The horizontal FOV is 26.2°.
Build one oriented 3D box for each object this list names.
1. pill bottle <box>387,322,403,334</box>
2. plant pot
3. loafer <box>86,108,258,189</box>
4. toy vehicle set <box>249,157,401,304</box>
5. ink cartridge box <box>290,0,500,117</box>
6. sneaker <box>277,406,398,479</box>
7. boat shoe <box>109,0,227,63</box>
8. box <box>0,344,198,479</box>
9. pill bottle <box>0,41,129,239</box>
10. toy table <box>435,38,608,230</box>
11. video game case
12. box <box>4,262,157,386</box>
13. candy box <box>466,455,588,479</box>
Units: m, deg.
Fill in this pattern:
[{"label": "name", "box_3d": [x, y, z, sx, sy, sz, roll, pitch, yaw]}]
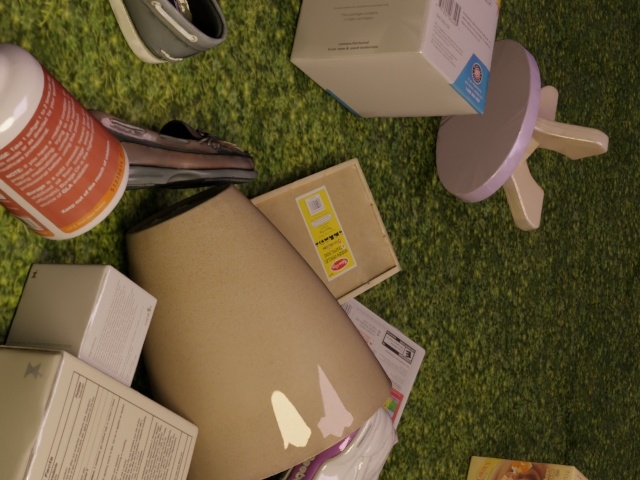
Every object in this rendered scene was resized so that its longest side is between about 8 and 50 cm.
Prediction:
[{"label": "pill bottle", "box_3d": [0.058, 0.193, 1.852, 0.087, 0.087, 0.160, 55, 47, -45]}, {"label": "plant pot", "box_3d": [-0.093, 0.087, 1.477, 0.256, 0.256, 0.274, -38, 107, -52]}, {"label": "loafer", "box_3d": [-0.158, -0.099, 1.481, 0.267, 0.096, 0.084, -6, 90, -57]}, {"label": "toy vehicle set", "box_3d": [0.000, 0.000, 1.750, 0.267, 0.035, 0.166, -25, 94, -56]}, {"label": "ink cartridge box", "box_3d": [0.112, -0.324, 1.815, 0.198, 0.197, 0.270, 34, 63, -54]}, {"label": "sneaker", "box_3d": [-0.006, 0.322, 1.652, 0.305, 0.114, 0.152, -52, 140, -9]}, {"label": "boat shoe", "box_3d": [-0.188, -0.325, 1.411, 0.116, 0.099, 0.319, -58, 137, -40]}, {"label": "box", "box_3d": [-0.243, 0.208, 1.311, 0.232, 0.127, 0.149, 42, 56, -51]}, {"label": "pill bottle", "box_3d": [-0.278, -0.101, 1.246, 0.216, 0.121, 0.121, 49, 51, -49]}, {"label": "toy table", "box_3d": [0.295, -0.156, 2.120, 0.161, 0.252, 0.274, 33, 71, -36]}, {"label": "video game case", "box_3d": [0.029, 0.164, 1.772, 0.201, 0.023, 0.183, 37, 55, -17]}, {"label": "box", "box_3d": [-0.234, 0.083, 1.345, 0.087, 0.101, 0.102, 44, 54, -50]}, {"label": "candy box", "box_3d": [0.305, 0.511, 2.182, 0.087, 0.183, 0.316, 42, 56, -51]}]
